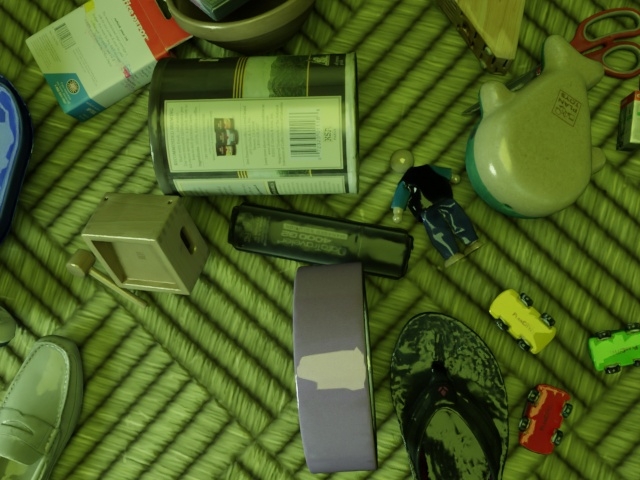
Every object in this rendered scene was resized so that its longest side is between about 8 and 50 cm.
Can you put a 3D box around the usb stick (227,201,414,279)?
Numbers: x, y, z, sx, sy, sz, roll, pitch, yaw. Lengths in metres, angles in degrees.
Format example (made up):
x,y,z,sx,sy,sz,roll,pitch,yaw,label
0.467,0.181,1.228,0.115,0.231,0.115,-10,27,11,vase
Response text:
x,y,z,sx,sy,sz,roll,pitch,yaw,label
0.000,0.000,1.208,0.277,0.045,0.077,10,94,5,usb stick

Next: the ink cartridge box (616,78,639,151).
x,y,z,sx,sy,sz,roll,pitch,yaw,label
0.460,-0.192,1.176,0.029,0.063,0.115,6,86,3,ink cartridge box

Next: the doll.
x,y,z,sx,sy,sz,roll,pitch,yaw,label
0.161,-0.055,1.195,0.129,0.046,0.189,-28,82,-17,doll

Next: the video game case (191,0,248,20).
x,y,z,sx,sy,sz,roll,pitch,yaw,label
-0.147,-0.433,1.172,0.196,0.026,0.274,-37,55,-13,video game case

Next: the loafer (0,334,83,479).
x,y,z,sx,sy,sz,roll,pitch,yaw,label
-0.435,0.297,1.187,0.111,0.111,0.320,14,87,5,loafer

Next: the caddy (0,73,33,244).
x,y,z,sx,sy,sz,roll,pitch,yaw,label
-0.569,-0.113,1.197,0.241,0.179,0.342,16,87,-17,caddy

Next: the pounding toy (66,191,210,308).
x,y,z,sx,sy,sz,roll,pitch,yaw,label
-0.276,0.015,1.197,0.205,0.181,0.094,4,52,23,pounding toy

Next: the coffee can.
x,y,z,sx,sy,sz,roll,pitch,yaw,label
-0.084,-0.162,1.147,0.275,0.201,0.202,-1,86,4,coffee can

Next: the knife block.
x,y,z,sx,sy,sz,roll,pitch,yaw,label
0.281,-0.422,1.192,0.242,0.088,0.276,-34,84,2,knife block

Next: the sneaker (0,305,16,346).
x,y,z,sx,sy,sz,roll,pitch,yaw,label
-0.629,0.149,1.215,0.349,0.131,0.148,9,94,11,sneaker

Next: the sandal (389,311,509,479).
x,y,z,sx,sy,sz,roll,pitch,yaw,label
0.195,0.323,1.139,0.167,0.107,0.446,-6,86,4,sandal

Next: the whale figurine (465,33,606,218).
x,y,z,sx,sy,sz,roll,pitch,yaw,label
0.309,-0.158,1.160,0.216,0.141,0.272,29,73,-11,whale figurine

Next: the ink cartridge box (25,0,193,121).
x,y,z,sx,sy,sz,roll,pitch,yaw,label
-0.312,-0.301,1.235,0.231,0.078,0.134,-30,85,2,ink cartridge box

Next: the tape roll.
x,y,z,sx,sy,sz,roll,pitch,yaw,label
0.024,0.168,1.079,0.090,0.275,0.275,-5,86,4,tape roll

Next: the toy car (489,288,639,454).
x,y,z,sx,sy,sz,roll,pitch,yaw,label
0.372,0.171,1.164,0.224,0.053,0.239,-13,86,3,toy car

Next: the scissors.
x,y,z,sx,sy,sz,roll,pitch,yaw,label
0.348,-0.271,1.214,0.296,0.021,0.109,-13,88,4,scissors

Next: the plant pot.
x,y,z,sx,sy,sz,roll,pitch,yaw,label
-0.100,-0.353,1.185,0.237,0.110,0.237,-6,53,9,plant pot
